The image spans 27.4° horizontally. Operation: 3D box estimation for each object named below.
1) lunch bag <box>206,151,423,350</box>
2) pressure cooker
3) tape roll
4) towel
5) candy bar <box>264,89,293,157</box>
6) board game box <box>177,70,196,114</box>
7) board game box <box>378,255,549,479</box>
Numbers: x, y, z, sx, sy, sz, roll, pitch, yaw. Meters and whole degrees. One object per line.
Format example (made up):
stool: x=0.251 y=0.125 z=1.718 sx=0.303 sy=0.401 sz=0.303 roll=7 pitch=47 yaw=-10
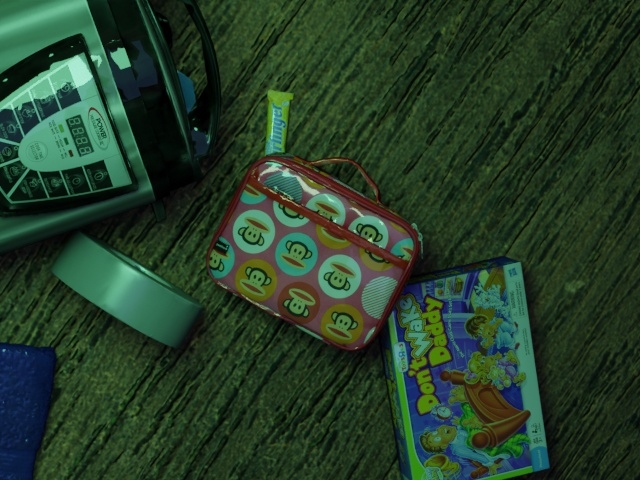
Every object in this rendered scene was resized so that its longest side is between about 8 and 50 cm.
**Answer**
lunch bag: x=0.000 y=0.000 z=1.970 sx=0.293 sy=0.120 sz=0.258 roll=28 pitch=98 yaw=1
pressure cooker: x=-0.344 y=-0.203 z=1.745 sx=0.420 sy=0.370 sz=0.375 roll=-19 pitch=75 yaw=-8
tape roll: x=-0.277 y=0.069 z=1.891 sx=0.219 sy=0.219 sz=0.072 roll=32 pitch=87 yaw=-16
towel: x=-0.527 y=0.290 z=1.937 sx=0.227 sy=0.076 sz=0.308 roll=11 pitch=93 yaw=-22
candy bar: x=-0.068 y=-0.150 z=2.022 sx=0.040 sy=0.018 sz=0.161 roll=4 pitch=95 yaw=-14
board game box: x=-0.249 y=-0.178 z=1.961 sx=0.133 sy=0.033 sz=0.169 roll=-10 pitch=95 yaw=-8
board game box: x=0.225 y=0.219 z=2.109 sx=0.233 sy=0.078 sz=0.347 roll=-12 pitch=99 yaw=-12
